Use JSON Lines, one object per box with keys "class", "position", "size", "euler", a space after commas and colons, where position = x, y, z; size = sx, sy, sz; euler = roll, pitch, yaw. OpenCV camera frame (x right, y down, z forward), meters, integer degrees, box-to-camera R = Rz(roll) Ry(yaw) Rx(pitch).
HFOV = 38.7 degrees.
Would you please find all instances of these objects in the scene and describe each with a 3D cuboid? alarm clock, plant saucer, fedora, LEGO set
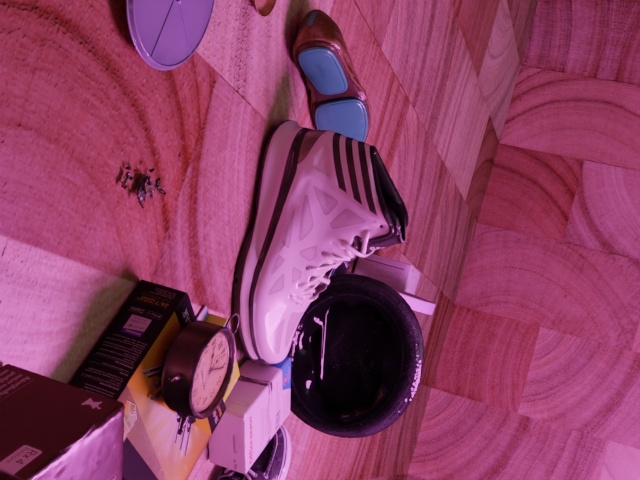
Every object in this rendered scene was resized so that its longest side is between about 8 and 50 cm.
{"class": "alarm clock", "position": [-0.162, 0.166, 1.270], "size": [0.192, 0.064, 0.129], "euler": [-51, 148, -47]}
{"class": "plant saucer", "position": [-0.089, -0.388, 1.408], "size": [0.083, 0.015, 0.083], "euler": [14, 90, -71]}
{"class": "fedora", "position": [0.063, 0.223, 1.849], "size": [0.152, 0.334, 0.334], "euler": [-32, 134, -77]}
{"class": "LEGO set", "position": [-0.239, -0.075, 1.211], "size": [0.083, 0.023, 0.054], "euler": [52, 52, -50]}

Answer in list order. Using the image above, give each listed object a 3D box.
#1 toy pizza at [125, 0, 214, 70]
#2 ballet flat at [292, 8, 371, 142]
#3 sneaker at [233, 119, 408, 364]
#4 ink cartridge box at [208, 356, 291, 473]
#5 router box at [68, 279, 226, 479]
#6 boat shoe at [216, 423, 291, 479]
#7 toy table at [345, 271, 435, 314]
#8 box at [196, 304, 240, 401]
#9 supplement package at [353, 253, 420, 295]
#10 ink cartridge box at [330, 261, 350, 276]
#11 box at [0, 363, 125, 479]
{"class": "toy pizza", "position": [-0.192, -0.317, 1.149], "size": [0.201, 0.032, 0.201], "euler": [15, 90, -70]}
{"class": "ballet flat", "position": [0.024, -0.297, 1.680], "size": [0.342, 0.116, 0.124], "euler": [60, 28, -58]}
{"class": "sneaker", "position": [0.007, 0.032, 1.594], "size": [0.169, 0.257, 0.448], "euler": [-22, 124, -66]}
{"class": "ink cartridge box", "position": [-0.128, 0.311, 1.679], "size": [0.191, 0.082, 0.140], "euler": [-45, 144, -53]}
{"class": "router box", "position": [-0.248, 0.247, 1.306], "size": [0.309, 0.081, 0.243], "euler": [81, 30, -48]}
{"class": "boat shoe", "position": [-0.150, 0.462, 1.703], "size": [0.301, 0.108, 0.102], "euler": [-59, 157, -23]}
{"class": "toy table", "position": [0.113, 0.173, 2.039], "size": [0.252, 0.274, 0.161], "euler": [-157, -92, -75]}
{"class": "box", "position": [-0.184, 0.206, 1.513], "size": [0.178, 0.042, 0.109], "euler": [84, 27, -46]}
{"class": "supplement package", "position": [0.137, 0.168, 2.221], "size": [0.134, 0.139, 0.244], "euler": [34, 73, -70]}
{"class": "ink cartridge box", "position": [0.019, 0.007, 1.870], "size": [0.206, 0.045, 0.208], "euler": [61, 47, -60]}
{"class": "box", "position": [-0.327, 0.274, 0.981], "size": [0.168, 0.167, 0.203], "euler": [-34, 135, -61]}
